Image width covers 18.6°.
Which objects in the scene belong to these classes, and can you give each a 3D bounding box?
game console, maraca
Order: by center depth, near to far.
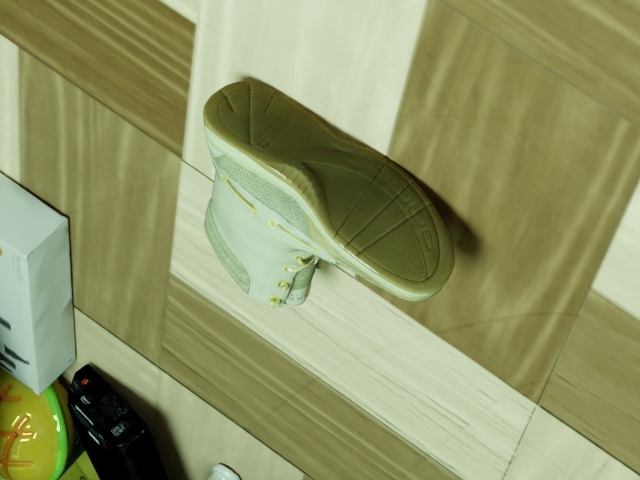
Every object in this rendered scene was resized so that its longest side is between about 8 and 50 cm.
[{"bbox_3d":[-0.122,0.277,1.829,0.361,0.044,0.213,40,156,41],"label":"game console"},{"bbox_3d":[-0.305,0.158,1.932,0.127,0.099,0.186,-35,76,39],"label":"maraca"}]

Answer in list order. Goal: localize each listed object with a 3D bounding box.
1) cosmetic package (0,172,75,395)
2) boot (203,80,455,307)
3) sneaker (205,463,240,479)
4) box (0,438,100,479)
[{"bbox_3d":[-0.282,0.040,1.788,0.099,0.060,0.239,32,148,17],"label":"cosmetic package"},{"bbox_3d":[0.000,0.000,1.389,0.213,0.077,0.165,38,150,19],"label":"boot"},{"bbox_3d":[-0.104,0.255,1.870,0.040,0.044,0.109,31,150,17],"label":"sneaker"},{"bbox_3d":[-0.255,0.287,2.047,0.058,0.087,0.232,-7,124,53],"label":"box"}]
